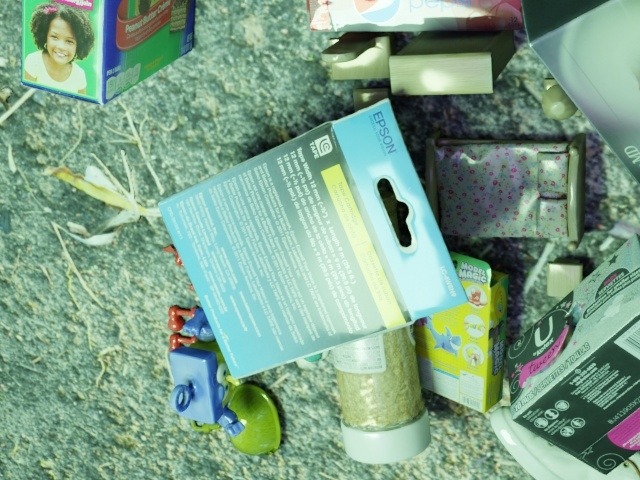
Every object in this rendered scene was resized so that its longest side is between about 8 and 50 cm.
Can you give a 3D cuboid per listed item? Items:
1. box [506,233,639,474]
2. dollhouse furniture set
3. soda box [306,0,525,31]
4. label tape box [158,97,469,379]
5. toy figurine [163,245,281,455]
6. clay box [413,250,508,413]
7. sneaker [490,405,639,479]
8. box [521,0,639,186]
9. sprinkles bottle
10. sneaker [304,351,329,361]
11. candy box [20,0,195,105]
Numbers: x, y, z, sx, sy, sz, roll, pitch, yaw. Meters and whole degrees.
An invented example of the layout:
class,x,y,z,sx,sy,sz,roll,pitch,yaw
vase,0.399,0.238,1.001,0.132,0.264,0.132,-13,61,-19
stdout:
class,x,y,z,sx,sy,sz,roll,pitch,yaw
box,0.371,0.142,1.261,0.163,0.142,0.247,32,121,-14
dollhouse furniture set,0.160,-0.074,1.244,0.303,0.174,0.355,2,114,21
soda box,0.118,-0.298,1.203,0.263,0.092,0.083,4,115,19
label tape box,0.000,0.000,1.237,0.348,0.115,0.249,-22,93,29
toy figurine,-0.178,0.204,1.479,0.191,0.217,0.362,7,115,19
clay box,0.185,0.109,1.367,0.127,0.053,0.222,19,121,37
sneaker,0.370,0.296,1.386,0.290,0.106,0.123,37,108,-4
box,0.395,-0.223,1.013,0.294,0.183,0.296,-25,133,30
sprinkles bottle,0.067,0.115,1.365,0.121,0.121,0.355,-4,102,23
sneaker,-0.077,0.055,1.420,0.275,0.110,0.107,60,161,-4
candy box,-0.242,-0.357,1.216,0.122,0.268,0.317,13,118,12
